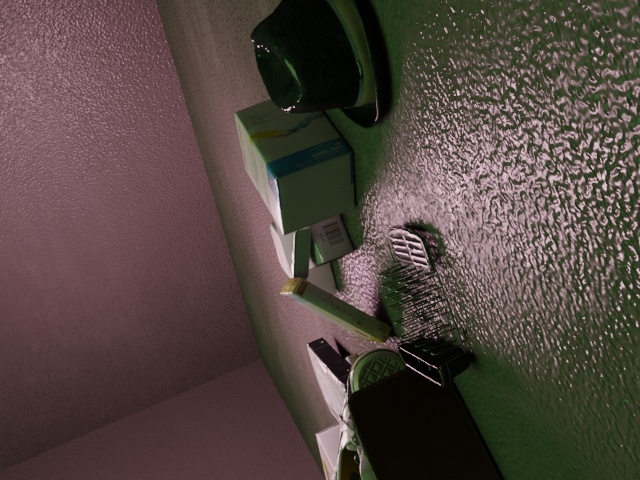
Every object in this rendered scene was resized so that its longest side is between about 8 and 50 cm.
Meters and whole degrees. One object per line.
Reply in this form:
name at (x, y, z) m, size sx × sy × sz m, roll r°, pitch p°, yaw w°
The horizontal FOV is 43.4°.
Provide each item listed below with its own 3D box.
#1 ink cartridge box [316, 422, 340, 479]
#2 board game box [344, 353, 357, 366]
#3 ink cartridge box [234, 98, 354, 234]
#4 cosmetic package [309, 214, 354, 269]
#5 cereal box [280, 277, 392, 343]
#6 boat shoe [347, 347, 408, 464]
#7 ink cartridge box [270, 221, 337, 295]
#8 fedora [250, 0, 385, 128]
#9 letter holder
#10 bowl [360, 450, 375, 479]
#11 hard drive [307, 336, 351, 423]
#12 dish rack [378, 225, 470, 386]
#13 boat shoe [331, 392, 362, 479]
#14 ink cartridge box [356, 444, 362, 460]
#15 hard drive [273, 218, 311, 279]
ink cartridge box at (0.129, 0.767, 2.489) m, size 0.384 × 0.161 × 0.279 m, roll 81°, pitch 162°, yaw -44°
board game box at (0.097, 0.382, 2.288) m, size 0.154 × 0.026 × 0.103 m, roll 115°, pitch 132°, yaw -73°
ink cartridge box at (-0.054, -0.168, 1.679) m, size 0.171 × 0.168 × 0.232 m, roll 85°, pitch 159°, yaw -50°
cosmetic package at (0.000, 0.000, 1.929) m, size 0.231 × 0.086 × 0.117 m, roll 144°, pitch 106°, yaw -75°
cereal box at (0.031, 0.159, 1.840) m, size 0.240 × 0.047 × 0.173 m, roll 30°, pitch 171°, yaw -9°
boat shoe at (0.173, 0.474, 1.814) m, size 0.156 × 0.187 × 0.499 m, roll -162°, pitch 56°, yaw -80°
ink cartridge box at (-0.048, 0.047, 2.183) m, size 0.218 × 0.092 × 0.158 m, roll 48°, pitch 156°, yaw 52°
fedora at (-0.024, -0.316, 1.355) m, size 0.334 × 0.153 × 0.333 m, roll 158°, pitch 90°, yaw -77°
letter holder at (0.187, 0.410, 1.544) m, size 0.152 × 0.215 × 0.301 m, roll 103°, pitch 143°, yaw -68°
bowl at (0.140, 0.471, 1.601) m, size 0.142 × 0.053 × 0.142 m, roll 54°, pitch -162°, yaw -11°
hard drive at (0.065, 0.442, 2.316) m, size 0.339 × 0.064 × 0.236 m, roll 34°, pitch 144°, yaw 67°
dish rack at (0.171, 0.108, 1.436) m, size 0.208 × 0.074 × 0.271 m, roll -167°, pitch 57°, yaw -74°
boat shoe at (0.097, 0.495, 1.945) m, size 0.156 × 0.136 × 0.366 m, roll 117°, pitch 172°, yaw -70°
ink cartridge box at (0.203, 0.515, 1.712) m, size 0.066 × 0.189 × 0.232 m, roll -115°, pitch 4°, yaw -87°
hard drive at (-0.085, -0.083, 1.920) m, size 0.203 × 0.040 × 0.307 m, roll 94°, pitch 161°, yaw -53°
